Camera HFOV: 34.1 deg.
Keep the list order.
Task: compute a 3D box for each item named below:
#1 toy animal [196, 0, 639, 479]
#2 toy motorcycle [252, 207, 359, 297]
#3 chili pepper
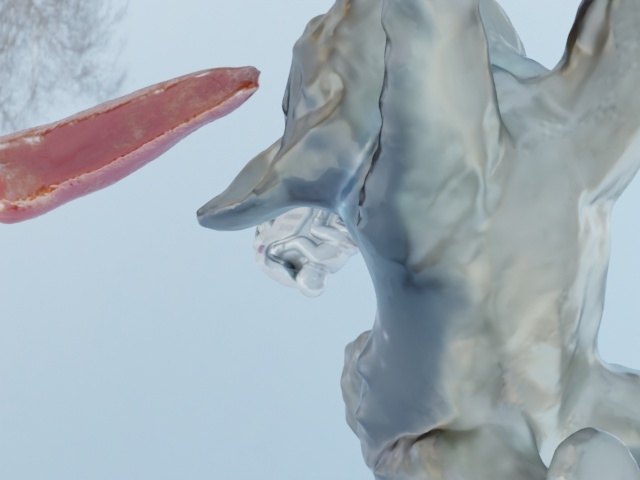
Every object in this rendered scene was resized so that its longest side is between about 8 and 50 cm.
[{"bbox_3d":[0.063,0.001,0.550,0.194,0.303,0.344,-19,-83,-27],"label":"toy animal"},{"bbox_3d":[0.000,0.000,1.422,0.110,0.260,0.171,33,-125,-40],"label":"toy motorcycle"},{"bbox_3d":[-0.166,-0.064,0.738,0.272,0.063,0.071,-21,-146,2],"label":"chili pepper"}]
